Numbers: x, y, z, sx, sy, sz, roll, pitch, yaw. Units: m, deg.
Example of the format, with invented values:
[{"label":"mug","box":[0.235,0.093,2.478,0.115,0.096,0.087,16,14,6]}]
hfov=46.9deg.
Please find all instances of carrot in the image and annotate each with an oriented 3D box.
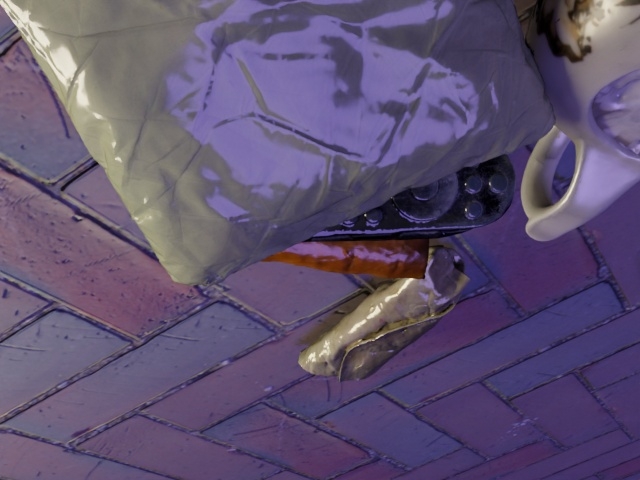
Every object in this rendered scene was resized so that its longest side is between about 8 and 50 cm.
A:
[{"label":"carrot","box":[0.000,0.000,0.654,0.205,0.072,0.072,0,140,-19]}]

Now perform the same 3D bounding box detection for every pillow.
[{"label":"pillow","box":[-0.029,-0.123,0.419,0.275,0.076,0.280,-23,117,9]}]

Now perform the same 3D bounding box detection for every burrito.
[{"label":"burrito","box":[0.072,0.085,0.795,0.087,0.060,0.226,19,132,-30]}]

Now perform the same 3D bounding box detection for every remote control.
[{"label":"remote control","box":[0.028,-0.043,0.614,0.266,0.090,0.066,-3,179,-11]}]

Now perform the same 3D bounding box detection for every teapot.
[{"label":"teapot","box":[0.229,-0.099,0.469,0.209,0.165,0.299,8,151,-17]}]
